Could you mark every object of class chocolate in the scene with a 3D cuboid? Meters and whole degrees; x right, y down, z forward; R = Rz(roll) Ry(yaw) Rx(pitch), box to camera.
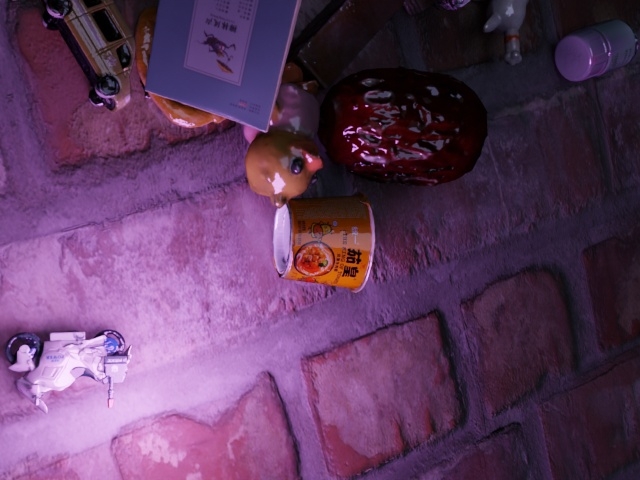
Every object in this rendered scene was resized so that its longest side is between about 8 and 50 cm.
[{"bbox_3d":[0.056,-0.467,1.426,0.112,0.112,0.321,46,73,-27],"label":"chocolate"}]

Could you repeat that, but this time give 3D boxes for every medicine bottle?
[{"bbox_3d":[0.716,-0.495,1.708,0.169,0.135,0.135,-23,101,-23],"label":"medicine bottle"}]

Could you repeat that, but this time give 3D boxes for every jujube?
[{"bbox_3d":[0.188,-0.242,1.415,0.377,0.258,0.258,0,92,-30],"label":"jujube"}]

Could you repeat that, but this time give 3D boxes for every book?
[{"bbox_3d":[-0.169,-0.408,1.170,0.264,0.031,0.379,22,114,9],"label":"book"}]

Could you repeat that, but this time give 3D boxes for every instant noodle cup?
[{"bbox_3d":[0.000,0.000,1.368,0.173,0.216,0.215,3,91,-16],"label":"instant noodle cup"}]

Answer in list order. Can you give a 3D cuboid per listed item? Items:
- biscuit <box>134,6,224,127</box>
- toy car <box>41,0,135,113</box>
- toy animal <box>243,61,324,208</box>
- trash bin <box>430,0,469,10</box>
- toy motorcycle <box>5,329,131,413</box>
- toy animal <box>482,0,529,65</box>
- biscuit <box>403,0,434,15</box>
[{"bbox_3d":[-0.270,-0.349,1.312,0.203,0.041,0.260,-41,109,-18],"label":"biscuit"},{"bbox_3d":[-0.412,-0.371,1.214,0.124,0.101,0.256,-35,104,-23],"label":"toy car"},{"bbox_3d":[-0.078,-0.201,1.317,0.195,0.169,0.281,28,51,-56],"label":"toy animal"},{"bbox_3d":[0.210,-0.676,1.321,0.368,0.255,0.295,25,107,-16],"label":"trash bin"},{"bbox_3d":[-0.465,0.241,1.217,0.221,0.102,0.150,1,79,-24],"label":"toy motorcycle"},{"bbox_3d":[0.446,-0.568,1.588,0.141,0.138,0.282,17,92,-17],"label":"toy animal"},{"bbox_3d":[0.149,-0.725,1.469,0.144,0.078,0.426,-44,110,-17],"label":"biscuit"}]
